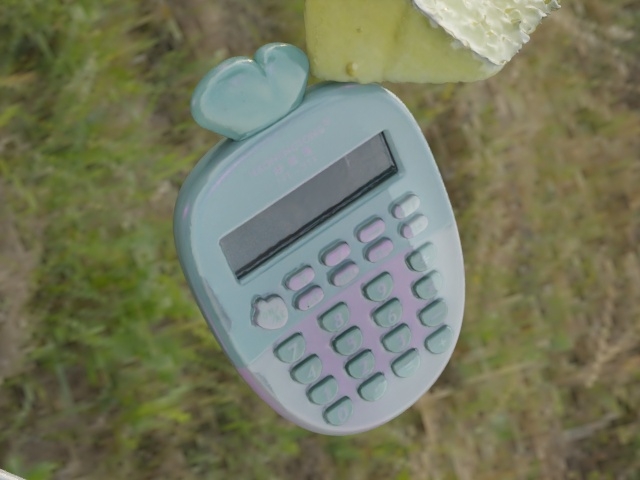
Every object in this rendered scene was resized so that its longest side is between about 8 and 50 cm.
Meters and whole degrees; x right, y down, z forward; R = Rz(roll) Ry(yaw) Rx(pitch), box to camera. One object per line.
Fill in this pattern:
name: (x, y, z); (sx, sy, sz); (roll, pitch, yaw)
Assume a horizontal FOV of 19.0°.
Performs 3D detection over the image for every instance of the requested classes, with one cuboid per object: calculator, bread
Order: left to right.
calculator: (0.000, 0.000, 1.242); (0.185, 0.041, 0.299); (-35, 122, -14)
bread: (0.080, -0.205, 1.250); (0.178, 0.142, 0.266); (53, 40, -10)

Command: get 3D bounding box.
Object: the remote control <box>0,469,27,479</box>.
remote control: (-0.307, 0.200, 1.501); (0.229, 0.044, 0.073); (25, 92, -13)
